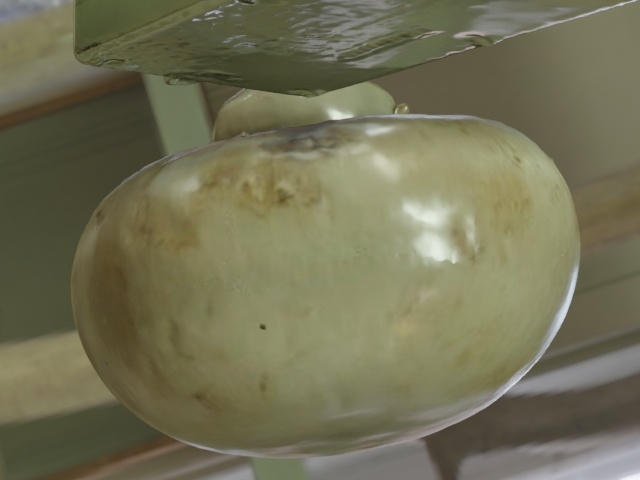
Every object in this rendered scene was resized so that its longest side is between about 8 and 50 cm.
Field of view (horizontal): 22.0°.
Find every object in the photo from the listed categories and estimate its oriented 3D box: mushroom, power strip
[{"bbox_3d":[0.000,0.000,1.170,0.362,0.362,0.294,77,3,-76],"label":"mushroom"},{"bbox_3d":[0.049,-0.092,0.458,0.367,0.106,0.043,-9,-102,57],"label":"power strip"}]
